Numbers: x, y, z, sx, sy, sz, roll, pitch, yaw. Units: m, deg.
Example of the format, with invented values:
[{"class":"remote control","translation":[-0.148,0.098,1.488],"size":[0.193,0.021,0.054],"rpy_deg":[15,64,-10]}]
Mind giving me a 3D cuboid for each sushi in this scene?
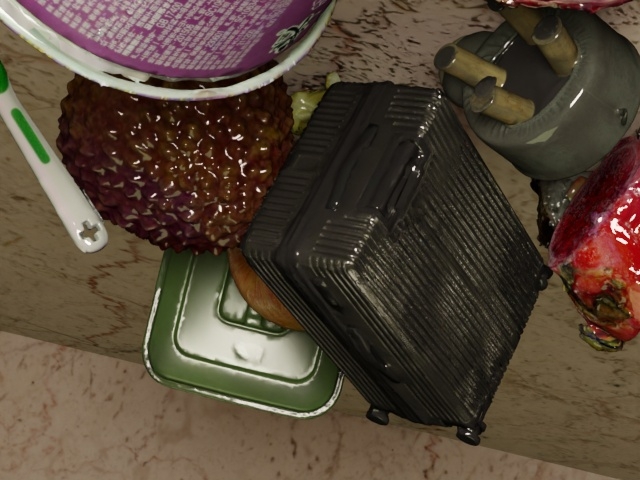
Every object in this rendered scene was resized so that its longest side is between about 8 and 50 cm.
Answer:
[{"class":"sushi","translation":[0.295,-0.038,1.641],"size":[0.094,0.098,0.084],"rpy_deg":[-7,163,1]}]

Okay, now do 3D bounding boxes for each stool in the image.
[{"class":"stool","translation":[0.180,-0.144,1.293],"size":[0.228,0.153,0.139],"rpy_deg":[-7,152,46]}]

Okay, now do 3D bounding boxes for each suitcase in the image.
[{"class":"suitcase","translation":[0.082,0.024,1.417],"size":[0.152,0.230,0.335],"rpy_deg":[7,149,38]}]

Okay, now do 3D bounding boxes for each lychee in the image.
[{"class":"lychee","translation":[-0.132,-0.103,1.422],"size":[0.271,0.271,0.271],"rpy_deg":[12,161,4]}]

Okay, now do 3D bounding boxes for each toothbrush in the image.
[{"class":"toothbrush","translation":[-0.330,-0.163,1.382],"size":[0.418,0.042,0.040],"rpy_deg":[57,154,3]}]

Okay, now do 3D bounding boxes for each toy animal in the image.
[{"class":"toy animal","translation":[0.027,-0.136,1.577],"size":[0.181,0.073,0.136],"rpy_deg":[10,173,-30]}]

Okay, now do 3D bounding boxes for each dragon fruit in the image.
[{"class":"dragon fruit","translation":[0.333,-0.024,1.492],"size":[0.147,0.282,0.211],"rpy_deg":[34,-164,6]}]

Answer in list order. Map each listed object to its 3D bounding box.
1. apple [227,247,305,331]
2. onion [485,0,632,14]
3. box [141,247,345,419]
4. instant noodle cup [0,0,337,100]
[{"class":"apple","translation":[0.000,0.000,1.594],"size":[0.188,0.211,0.211],"rpy_deg":[0,174,-42]},{"class":"onion","translation":[0.159,-0.275,0.987],"size":[0.227,0.120,0.283],"rpy_deg":[17,164,-5]},{"class":"box","translation":[-0.073,0.049,1.780],"size":[0.252,0.329,0.178],"rpy_deg":[15,170,-2]},{"class":"instant noodle cup","translation":[-0.056,-0.290,0.838],"size":[0.340,0.340,0.266],"rpy_deg":[23,148,-25]}]
